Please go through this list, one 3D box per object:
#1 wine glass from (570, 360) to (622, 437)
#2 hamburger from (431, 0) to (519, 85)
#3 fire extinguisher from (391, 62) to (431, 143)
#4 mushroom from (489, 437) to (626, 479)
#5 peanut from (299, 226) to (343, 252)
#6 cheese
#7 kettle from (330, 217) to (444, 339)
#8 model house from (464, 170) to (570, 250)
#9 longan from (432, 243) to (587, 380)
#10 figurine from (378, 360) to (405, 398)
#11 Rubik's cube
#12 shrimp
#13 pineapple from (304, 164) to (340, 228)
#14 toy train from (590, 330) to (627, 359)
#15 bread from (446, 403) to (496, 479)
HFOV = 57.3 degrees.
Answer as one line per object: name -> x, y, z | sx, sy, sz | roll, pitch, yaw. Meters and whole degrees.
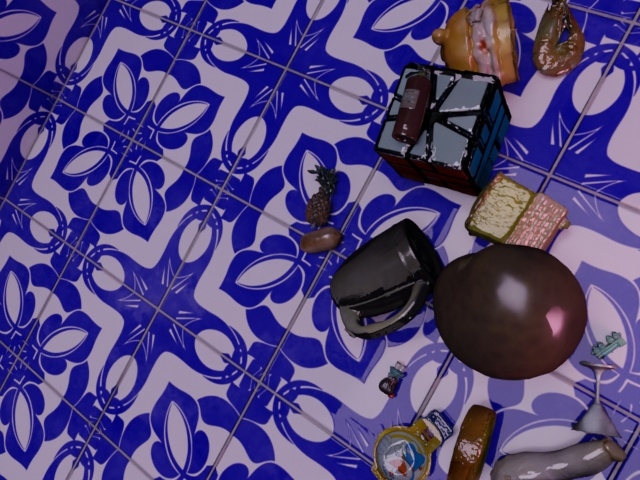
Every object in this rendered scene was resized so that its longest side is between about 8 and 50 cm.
wine glass -> 0.713, 0.407, 1.507 | 0.122, 0.122, 0.182 | 3, 79, 24
hamburger -> 0.463, -0.571, 1.733 | 0.237, 0.276, 0.276 | -5, 77, 21
fire extinguisher -> 0.245, -0.380, 1.588 | 0.099, 0.071, 0.231 | 5, 78, 55
mushroom -> 0.606, 0.586, 1.522 | 0.351, 0.109, 0.097 | -24, 32, 20
peanut -> 0.000, 0.000, 1.916 | 0.152, 0.076, 0.076 | -14, 74, 18
cheese -> 0.258, 0.598, 1.684 | 0.270, 0.069, 0.177 | -44, 66, 9
kettle -> 0.178, 0.139, 1.713 | 0.324, 0.228, 0.320 | -31, 42, 23
model house -> 0.553, -0.053, 1.633 | 0.234, 0.175, 0.193 | 33, 93, 28
longan -> 0.476, 0.181, 1.504 | 0.405, 0.404, 0.336 | 33, 63, 25
figurine -> 0.219, 0.416, 1.755 | 0.060, 0.047, 0.106 | 34, 86, -11
Rubik's cube -> 0.363, -0.317, 1.708 | 0.294, 0.283, 0.288 | 21, 87, 25
shrimp -> 0.713, -0.617, 1.745 | 0.145, 0.061, 0.267 | 5, 78, 15
pineapple -> -0.005, -0.142, 1.939 | 0.103, 0.083, 0.221 | 9, 81, 24
toy train -> 0.765, 0.280, 1.558 | 0.092, 0.029, 0.045 | -43, 82, 14
bread -> 0.402, 0.550, 1.546 | 0.070, 0.236, 0.236 | 14, 85, 25
